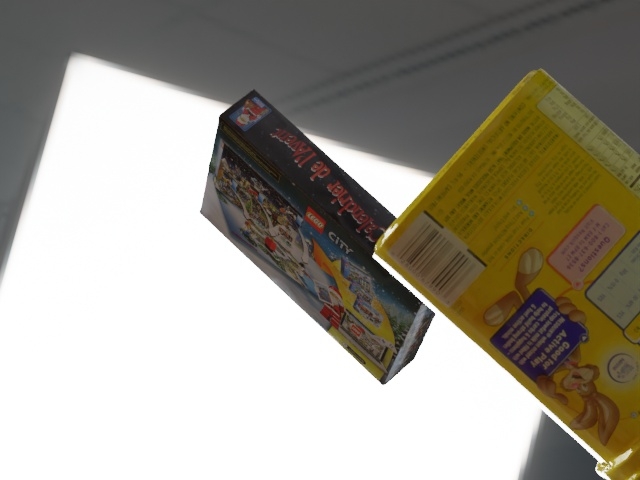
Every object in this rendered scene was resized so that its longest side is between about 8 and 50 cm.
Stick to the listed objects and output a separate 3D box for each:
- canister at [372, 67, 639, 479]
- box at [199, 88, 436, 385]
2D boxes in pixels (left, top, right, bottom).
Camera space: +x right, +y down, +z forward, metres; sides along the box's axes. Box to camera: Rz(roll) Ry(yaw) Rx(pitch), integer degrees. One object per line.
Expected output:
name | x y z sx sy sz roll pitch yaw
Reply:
canister | 0.124 0.018 0.770 0.170 0.126 0.073 42 -5 3
box | 0.000 0.000 1.407 0.233 0.044 0.159 43 -29 14
